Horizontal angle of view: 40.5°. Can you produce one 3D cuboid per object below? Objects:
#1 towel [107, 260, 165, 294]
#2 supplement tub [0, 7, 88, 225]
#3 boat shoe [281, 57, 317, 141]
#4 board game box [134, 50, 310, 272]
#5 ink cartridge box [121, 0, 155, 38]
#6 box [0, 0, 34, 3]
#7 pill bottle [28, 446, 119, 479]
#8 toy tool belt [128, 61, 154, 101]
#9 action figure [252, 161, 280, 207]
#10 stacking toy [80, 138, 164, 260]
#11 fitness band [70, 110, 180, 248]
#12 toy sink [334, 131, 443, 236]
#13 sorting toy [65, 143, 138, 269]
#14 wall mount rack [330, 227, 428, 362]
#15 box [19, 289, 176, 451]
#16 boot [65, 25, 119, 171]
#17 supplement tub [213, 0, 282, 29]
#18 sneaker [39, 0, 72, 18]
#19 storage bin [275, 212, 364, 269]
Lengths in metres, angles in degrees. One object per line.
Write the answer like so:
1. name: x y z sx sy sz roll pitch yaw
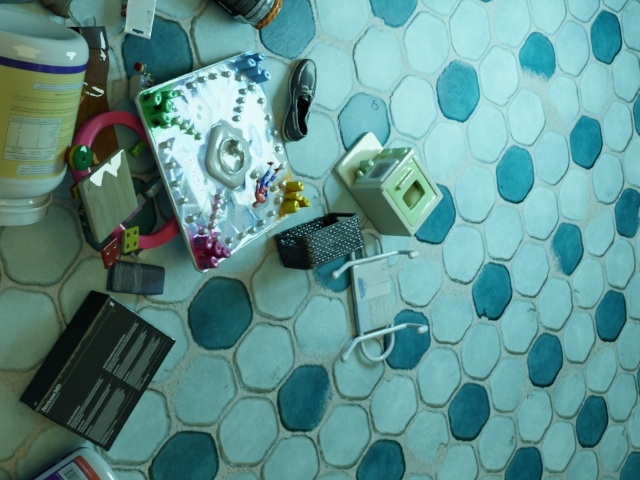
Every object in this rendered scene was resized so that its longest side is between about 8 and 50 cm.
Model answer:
1. towel: -0.387 0.080 1.825 0.119 0.029 0.067 9 88 -36
2. supplement tub: -0.550 -0.217 1.509 0.241 0.241 0.331 2 114 -37
3. boat shoe: -0.036 -0.332 2.040 0.075 0.065 0.206 17 82 -36
4. board game box: -0.190 -0.182 1.871 0.390 0.050 0.390 -36 115 -49
5. ink cartridge box: -0.378 -0.480 1.798 0.063 0.029 0.115 9 89 -37
6. box: -0.578 -0.498 1.611 0.102 0.087 0.101 -14 101 -36
7. pill bottle: -0.536 0.552 1.648 0.323 0.181 0.181 -33 111 -30
8. toy tool belt: -0.372 -0.326 1.807 0.051 0.052 0.083 -3 99 -68
9. action figure: -0.123 -0.117 1.886 0.038 0.030 0.115 47 50 -35
10. stacking toy: -0.373 -0.088 1.812 0.167 0.052 0.221 49 64 -28
11. fitness band: -0.379 -0.122 1.742 0.209 0.054 0.291 -41 117 -29
12. toy sink: 0.175 -0.144 2.168 0.153 0.131 0.234 -49 119 -24
13. sorting toy: -0.408 -0.079 1.629 0.132 0.046 0.274 -55 147 -47
14. wall mount rack: 0.124 0.152 2.148 0.304 0.130 0.350 -13 100 -35
15. box: -0.446 0.260 1.747 0.184 0.103 0.261 43 69 -34
16. boot: -0.527 -0.271 1.686 0.264 0.096 0.280 -14 109 -42
17. supplement tub: -0.181 -0.553 1.887 0.190 0.117 0.117 35 72 -33
18. sneaker: -0.481 -0.525 1.709 0.188 0.066 0.071 -59 139 -12
19. storage bin: 0.000 0.000 2.051 0.180 0.122 0.084 -24 106 -33
